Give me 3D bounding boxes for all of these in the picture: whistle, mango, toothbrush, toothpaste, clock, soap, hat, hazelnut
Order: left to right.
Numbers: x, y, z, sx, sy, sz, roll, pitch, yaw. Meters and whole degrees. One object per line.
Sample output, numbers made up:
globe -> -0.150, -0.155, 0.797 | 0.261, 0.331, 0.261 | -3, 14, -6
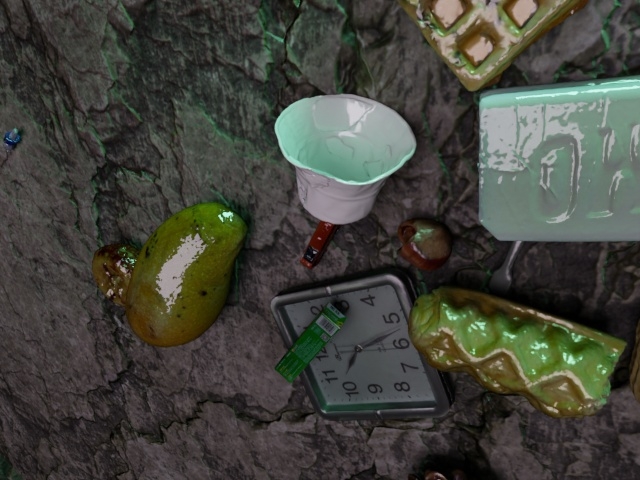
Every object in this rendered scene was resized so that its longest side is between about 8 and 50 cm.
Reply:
whistle -> -0.699, -0.230, 1.034 | 0.083, 0.029, 0.033 | -25, 83, 40
mango -> -0.261, 0.067, 0.863 | 0.176, 0.176, 0.330 | 9, 126, -27
toothpaste -> -0.021, 0.181, 0.801 | 0.043, 0.037, 0.179 | 38, 123, 4
hat -> 0.029, -0.105, 0.648 | 0.203, 0.203, 0.126 | 23, 142, 16
clock -> 0.070, 0.192, 0.811 | 0.278, 0.049, 0.274 | -14, 103, 31
hazelnut -> 0.151, 0.006, 0.679 | 0.086, 0.086, 0.087 | 10, 115, 23
toothbrush -> 0.288, -0.054, 0.609 | 0.030, 0.030, 0.298 | 25, 119, 24
soap -> 0.326, -0.089, 0.508 | 0.289, 0.095, 0.173 | 0, 113, 18

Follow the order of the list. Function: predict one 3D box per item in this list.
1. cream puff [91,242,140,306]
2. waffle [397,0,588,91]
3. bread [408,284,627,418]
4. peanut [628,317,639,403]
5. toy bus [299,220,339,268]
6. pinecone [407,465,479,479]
cream puff -> -0.419, 0.072, 0.988 | 0.148, 0.084, 0.149 | 13, 120, 24
waffle -> 0.230, -0.365, 0.458 | 0.261, 0.114, 0.376 | 48, 124, -2
bread -> 0.254, 0.144, 0.636 | 0.267, 0.152, 0.130 | 18, 98, 22
peanut -> 0.449, 0.138, 0.575 | 0.093, 0.083, 0.194 | 8, 114, 23
toy bus -> 0.000, 0.000, 0.767 | 0.031, 0.043, 0.110 | 34, 122, 10
pinecone -> 0.231, 0.517, 0.779 | 0.221, 0.221, 0.222 | 10, 115, 23
